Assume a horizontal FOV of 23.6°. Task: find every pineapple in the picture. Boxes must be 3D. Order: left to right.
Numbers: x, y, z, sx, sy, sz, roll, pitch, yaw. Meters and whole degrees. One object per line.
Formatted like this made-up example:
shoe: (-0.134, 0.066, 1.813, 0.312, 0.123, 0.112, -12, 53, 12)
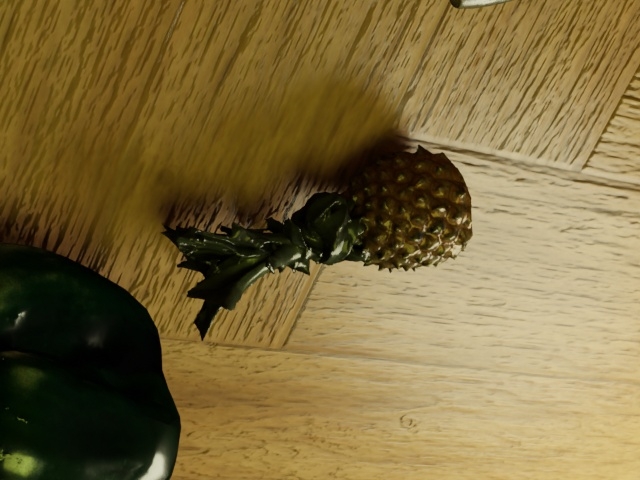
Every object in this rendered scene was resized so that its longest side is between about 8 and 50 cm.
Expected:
pineapple: (0.000, 0.000, 1.373, 0.277, 0.130, 0.119, -17, 118, -17)

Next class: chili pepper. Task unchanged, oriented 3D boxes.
chili pepper: (-0.253, 0.136, 1.266, 0.256, 0.249, 0.233, 14, 143, -42)

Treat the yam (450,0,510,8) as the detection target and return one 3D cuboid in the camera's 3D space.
yam: (0.234, -0.254, 1.361, 0.274, 0.061, 0.061, -16, 130, -18)
